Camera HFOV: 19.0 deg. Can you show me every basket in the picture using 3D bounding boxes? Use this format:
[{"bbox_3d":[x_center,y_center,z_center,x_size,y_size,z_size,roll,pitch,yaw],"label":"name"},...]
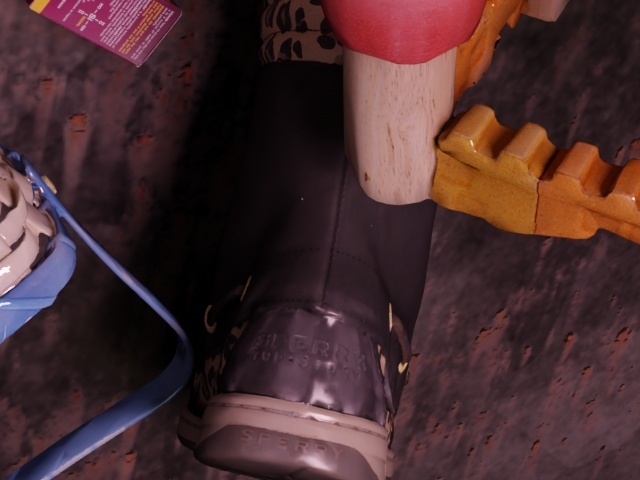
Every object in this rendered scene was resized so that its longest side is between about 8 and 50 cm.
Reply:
[{"bbox_3d":[-0.239,0.049,1.021,0.255,0.201,0.289,-38,127,-1],"label":"basket"}]

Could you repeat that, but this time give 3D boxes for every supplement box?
[{"bbox_3d":[-0.126,-0.140,1.047,0.083,0.055,0.043,27,109,-43],"label":"supplement box"}]

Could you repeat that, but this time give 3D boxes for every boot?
[{"bbox_3d":[0.000,0.000,1.146,0.138,0.377,0.284,10,86,1],"label":"boot"}]

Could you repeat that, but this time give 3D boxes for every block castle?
[{"bbox_3d":[0.219,-0.189,0.931,0.453,0.303,0.213,-54,156,-37],"label":"block castle"}]
